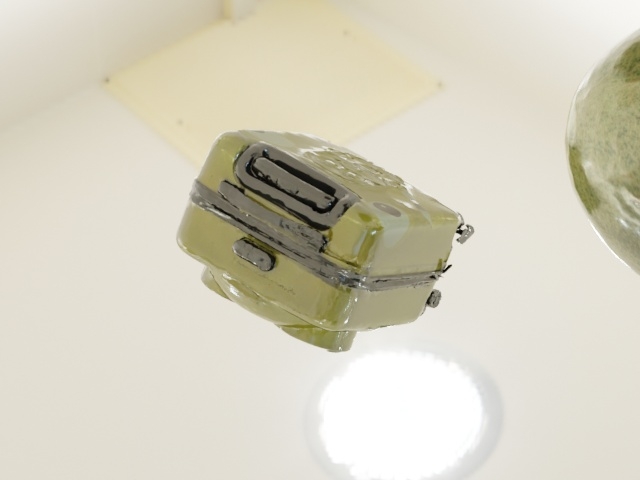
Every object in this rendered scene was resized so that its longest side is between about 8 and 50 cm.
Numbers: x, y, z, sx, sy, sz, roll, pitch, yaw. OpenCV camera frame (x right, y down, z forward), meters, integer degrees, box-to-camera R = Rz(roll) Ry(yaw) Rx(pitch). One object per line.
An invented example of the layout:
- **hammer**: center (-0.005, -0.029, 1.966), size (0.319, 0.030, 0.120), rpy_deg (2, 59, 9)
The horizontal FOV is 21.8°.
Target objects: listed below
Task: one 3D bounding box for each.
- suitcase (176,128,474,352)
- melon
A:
- **suitcase**: center (0.000, 0.000, 1.458), size (0.194, 0.143, 0.235), rpy_deg (30, -165, 24)
- **melon**: center (0.333, -0.055, 1.174), size (0.329, 0.248, 0.248), rpy_deg (14, -128, 33)
